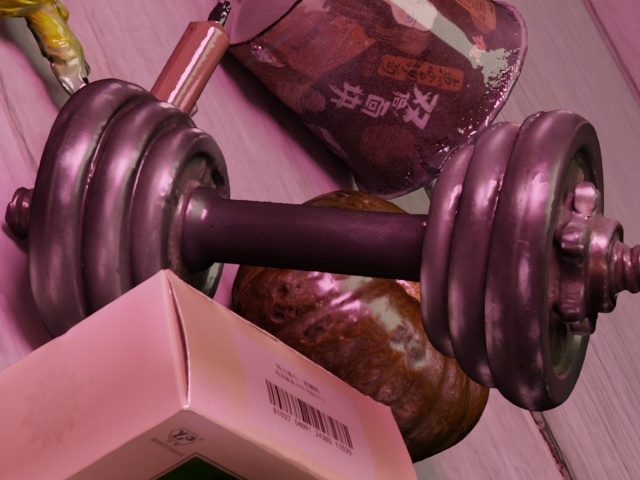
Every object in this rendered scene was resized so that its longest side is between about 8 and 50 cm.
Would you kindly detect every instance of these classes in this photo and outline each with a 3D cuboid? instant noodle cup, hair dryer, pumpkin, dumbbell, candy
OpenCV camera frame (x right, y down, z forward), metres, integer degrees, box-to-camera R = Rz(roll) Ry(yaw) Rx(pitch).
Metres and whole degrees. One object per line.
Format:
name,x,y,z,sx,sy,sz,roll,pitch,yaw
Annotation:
instant noodle cup,0.036,-0.178,1.690,0.207,0.217,0.217,38,28,-26
hair dryer,-0.102,-0.087,1.341,0.117,0.064,0.181,40,68,-30
pumpkin,0.044,0.057,1.435,0.219,0.162,0.219,42,23,-23
dumbbell,0.000,0.000,1.164,0.179,0.406,0.179,6,90,-72
candy,-0.172,-0.117,1.359,0.262,0.073,0.077,60,-7,-12

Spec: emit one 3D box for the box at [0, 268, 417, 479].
box,-0.073,0.127,1.076,0.212,0.168,0.095,34,31,-44
